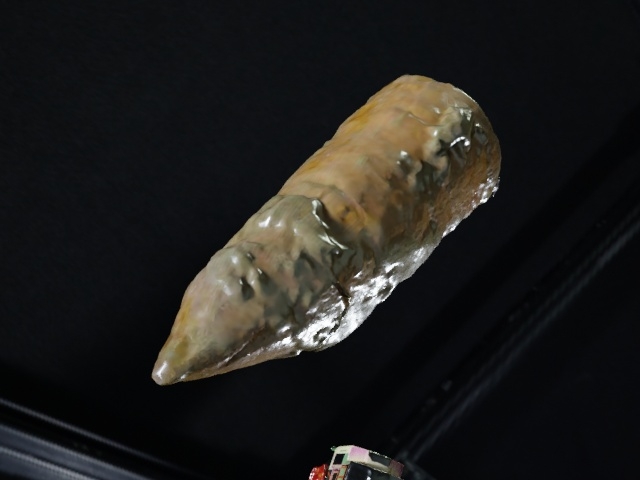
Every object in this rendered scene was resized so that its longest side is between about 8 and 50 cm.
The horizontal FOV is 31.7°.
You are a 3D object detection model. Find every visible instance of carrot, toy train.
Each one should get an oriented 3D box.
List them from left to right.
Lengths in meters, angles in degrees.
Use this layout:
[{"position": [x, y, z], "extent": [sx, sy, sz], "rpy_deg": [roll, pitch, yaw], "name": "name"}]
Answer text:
[{"position": [0.000, 0.000, 0.611], "extent": [0.263, 0.102, 0.102], "rpy_deg": [-39, -54, -42], "name": "carrot"}, {"position": [0.012, 0.210, 0.777], "extent": [0.050, 0.087, 0.138], "rpy_deg": [23, -107, -10], "name": "toy train"}]
